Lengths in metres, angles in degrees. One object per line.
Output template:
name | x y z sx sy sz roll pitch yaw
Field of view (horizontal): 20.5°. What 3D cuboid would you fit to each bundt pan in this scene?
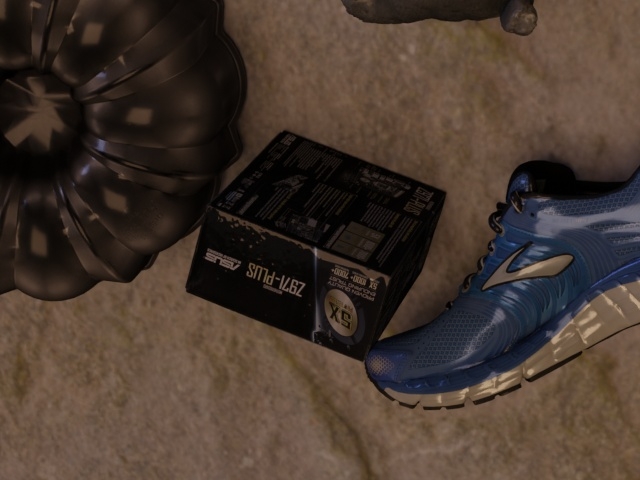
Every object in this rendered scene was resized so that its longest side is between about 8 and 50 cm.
bundt pan | -0.222 -0.098 1.368 0.330 0.124 0.331 0 108 0

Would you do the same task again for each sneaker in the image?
sneaker | 0.169 0.017 1.355 0.330 0.130 0.147 -30 90 21

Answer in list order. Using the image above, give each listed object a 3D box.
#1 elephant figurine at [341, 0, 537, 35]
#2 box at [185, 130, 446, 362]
elephant figurine | 0.068 -0.277 1.216 0.186 0.169 0.239 1 117 24
box | 0.000 0.000 1.356 0.147 0.180 0.078 21 116 8
